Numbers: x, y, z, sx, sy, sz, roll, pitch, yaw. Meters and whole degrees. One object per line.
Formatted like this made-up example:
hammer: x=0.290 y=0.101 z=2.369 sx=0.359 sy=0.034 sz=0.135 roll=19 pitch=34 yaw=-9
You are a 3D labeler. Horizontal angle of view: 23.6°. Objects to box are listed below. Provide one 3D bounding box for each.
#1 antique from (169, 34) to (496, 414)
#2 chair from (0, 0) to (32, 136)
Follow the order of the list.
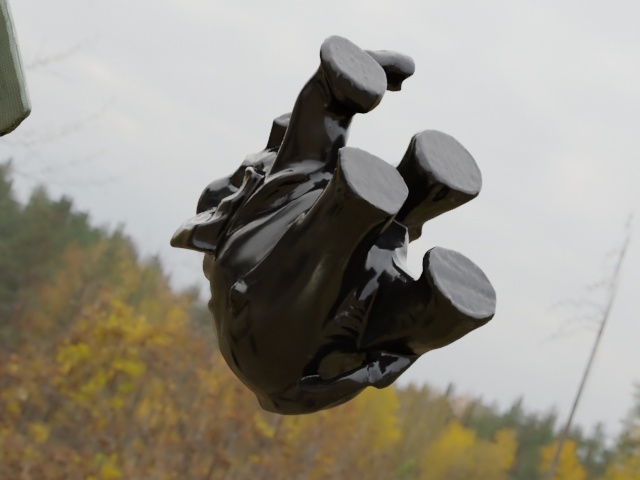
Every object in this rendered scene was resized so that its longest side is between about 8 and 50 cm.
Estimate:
antique: x=0.000 y=0.000 z=1.311 sx=0.185 sy=0.322 sz=0.255 roll=21 pitch=-47 yaw=-27
chair: x=-0.293 y=-0.240 z=1.363 sx=0.160 sy=0.319 sz=0.186 roll=-22 pitch=-3 yaw=39
